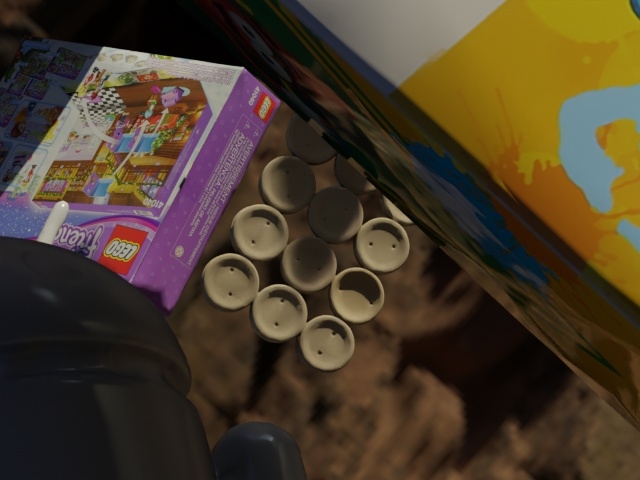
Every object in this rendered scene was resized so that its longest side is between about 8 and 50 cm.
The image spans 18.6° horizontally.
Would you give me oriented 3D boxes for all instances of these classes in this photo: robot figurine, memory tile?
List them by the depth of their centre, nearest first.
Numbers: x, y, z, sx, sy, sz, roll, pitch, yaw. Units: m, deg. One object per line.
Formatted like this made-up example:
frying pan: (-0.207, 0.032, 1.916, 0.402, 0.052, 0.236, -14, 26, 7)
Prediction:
robot figurine: (-0.134, 0.148, 0.810, 0.200, 0.300, 0.353, -48, 51, 53)
memory tile: (0.000, 0.000, 1.245, 0.148, 0.113, 0.012, -60, 11, -12)

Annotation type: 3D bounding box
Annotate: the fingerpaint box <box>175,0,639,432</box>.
fingerpaint box: (0.153, -0.204, 0.704, 0.445, 0.371, 0.163, -44, -24, -6)

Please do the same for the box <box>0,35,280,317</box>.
box: (-0.189, -0.061, 1.622, 0.293, 0.057, 0.201, 14, 71, 44)
